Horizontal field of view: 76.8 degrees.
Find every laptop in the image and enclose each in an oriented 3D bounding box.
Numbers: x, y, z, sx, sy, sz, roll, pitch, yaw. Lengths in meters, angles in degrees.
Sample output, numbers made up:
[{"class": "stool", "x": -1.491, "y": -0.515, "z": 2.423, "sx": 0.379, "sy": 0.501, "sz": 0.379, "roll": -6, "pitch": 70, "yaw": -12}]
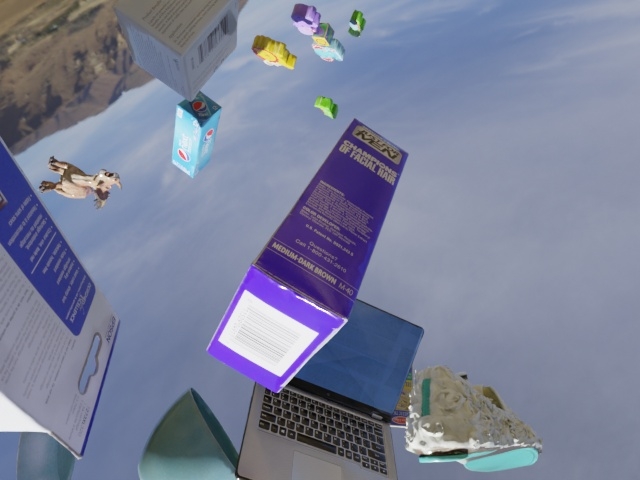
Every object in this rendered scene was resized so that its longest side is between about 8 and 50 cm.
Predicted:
[{"class": "laptop", "x": 0.057, "y": 0.349, "z": 0.936, "sx": 0.237, "sy": 0.381, "sz": 0.408, "roll": -60, "pitch": -168, "yaw": 26}]

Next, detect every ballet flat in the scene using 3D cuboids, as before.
[{"class": "ballet flat", "x": 0.252, "y": 0.284, "z": 0.642, "sx": 0.146, "sy": 0.409, "sz": 0.147, "roll": -18, "pitch": -126, "yaw": 27}]

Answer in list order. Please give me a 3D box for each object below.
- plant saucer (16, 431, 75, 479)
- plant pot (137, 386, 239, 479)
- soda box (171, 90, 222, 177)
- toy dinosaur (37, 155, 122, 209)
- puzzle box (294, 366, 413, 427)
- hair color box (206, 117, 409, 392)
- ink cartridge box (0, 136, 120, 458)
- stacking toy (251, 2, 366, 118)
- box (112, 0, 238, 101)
[{"class": "plant saucer", "x": -0.415, "y": 0.328, "z": 0.630, "sx": 0.037, "sy": 0.195, "sz": 0.195, "roll": -3, "pitch": -149, "yaw": -18}, {"class": "plant pot", "x": -0.338, "y": 0.558, "z": 1.029, "sx": 0.195, "sy": 0.291, "sz": 0.290, "roll": -34, "pitch": -146, "yaw": -19}, {"class": "soda box", "x": -0.291, "y": -0.240, "z": 0.936, "sx": 0.071, "sy": 0.067, "sz": 0.210, "roll": -56, "pitch": -176, "yaw": -33}, {"class": "toy dinosaur", "x": -0.784, "y": -0.179, "z": 1.318, "sx": 0.295, "sy": 0.200, "sz": 0.127, "roll": 8, "pitch": -100, "yaw": 51}, {"class": "puzzle box", "x": 0.107, "y": 0.423, "z": 1.258, "sx": 0.052, "sy": 0.408, "sz": 0.273, "roll": 139, "pitch": -40, "yaw": -58}, {"class": "hair color box", "x": 0.000, "y": 0.000, "z": 0.530, "sx": 0.185, "sy": 0.110, "sz": 0.339, "roll": -56, "pitch": -174, "yaw": 43}, {"class": "ink cartridge box", "x": -0.285, "y": 0.021, "z": 0.333, "sx": 0.069, "sy": 0.371, "sz": 0.176, "roll": -12, "pitch": -140, "yaw": -2}, {"class": "stacking toy", "x": -0.005, "y": -0.305, "z": 0.605, "sx": 0.052, "sy": 0.221, "sz": 0.167, "roll": 19, "pitch": -89, "yaw": 26}, {"class": "box", "x": -0.158, "y": -0.240, "z": 0.460, "sx": 0.101, "sy": 0.087, "sz": 0.102, "roll": -57, "pitch": -173, "yaw": -15}]
